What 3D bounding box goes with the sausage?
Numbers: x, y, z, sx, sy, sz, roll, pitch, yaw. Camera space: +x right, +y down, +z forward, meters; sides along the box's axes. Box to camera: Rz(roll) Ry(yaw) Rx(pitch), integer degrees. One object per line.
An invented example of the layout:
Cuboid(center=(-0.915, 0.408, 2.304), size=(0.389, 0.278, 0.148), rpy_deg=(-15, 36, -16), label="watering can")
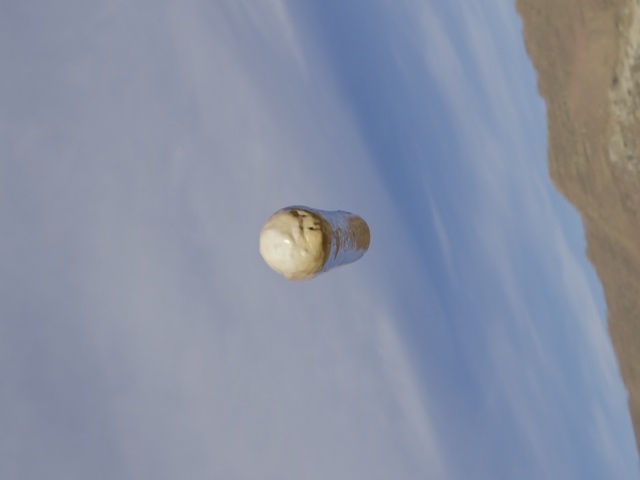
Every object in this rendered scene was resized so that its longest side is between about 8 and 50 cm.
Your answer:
Cuboid(center=(-0.002, 0.001, 0.794), size=(0.301, 0.066, 0.065), rpy_deg=(4, -106, -80), label="sausage")
